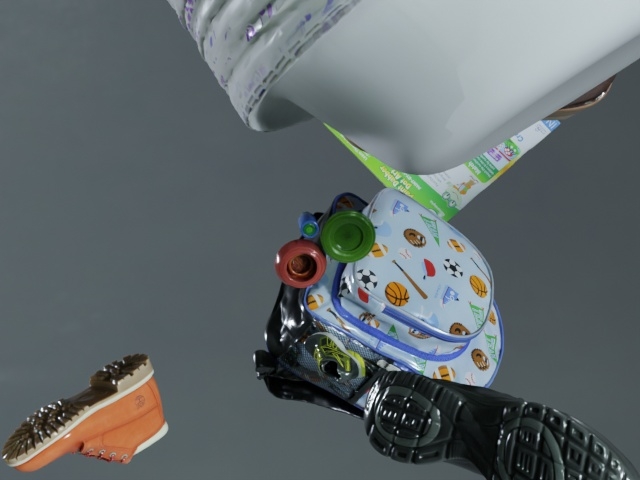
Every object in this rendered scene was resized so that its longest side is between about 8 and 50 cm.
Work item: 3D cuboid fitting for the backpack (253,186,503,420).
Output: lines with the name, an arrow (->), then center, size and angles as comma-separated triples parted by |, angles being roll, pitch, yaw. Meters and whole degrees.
backpack -> 0.092, 0.087, 1.631 | 0.213, 0.263, 0.277 | -38, 23, 43

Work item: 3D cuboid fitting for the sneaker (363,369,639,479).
sneaker -> 0.184, 0.188, 1.300 | 0.286, 0.109, 0.130 | 22, 10, 36

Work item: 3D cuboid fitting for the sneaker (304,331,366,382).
sneaker -> 0.008, 0.117, 1.389 | 0.035, 0.031, 0.083 | -18, 29, -38

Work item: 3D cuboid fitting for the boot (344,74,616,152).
boot -> 0.146, -0.153, 1.199 | 0.248, 0.090, 0.207 | -9, -17, -9

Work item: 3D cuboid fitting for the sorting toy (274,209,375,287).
sorting toy -> 0.000, 0.000, 1.284 | 0.102, 0.061, 0.042 | -31, 20, 6

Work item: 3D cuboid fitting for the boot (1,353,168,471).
boot -> -0.202, 0.173, 1.213 | 0.158, 0.085, 0.059 | -30, 23, -32

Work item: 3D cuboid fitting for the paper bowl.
paper bowl -> 0.082, -0.134, 0.577 | 0.284, 0.148, 0.284 | -32, -4, -3

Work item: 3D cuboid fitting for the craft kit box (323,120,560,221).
craft kit box -> 0.170, -0.174, 1.967 | 0.246, 0.250, 0.061 | -42, 23, 9
